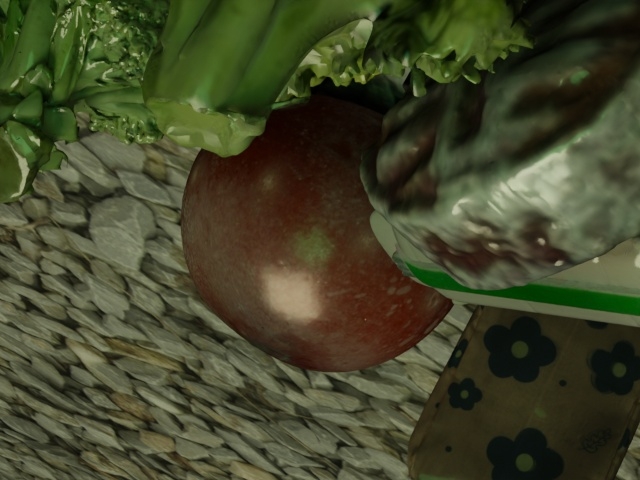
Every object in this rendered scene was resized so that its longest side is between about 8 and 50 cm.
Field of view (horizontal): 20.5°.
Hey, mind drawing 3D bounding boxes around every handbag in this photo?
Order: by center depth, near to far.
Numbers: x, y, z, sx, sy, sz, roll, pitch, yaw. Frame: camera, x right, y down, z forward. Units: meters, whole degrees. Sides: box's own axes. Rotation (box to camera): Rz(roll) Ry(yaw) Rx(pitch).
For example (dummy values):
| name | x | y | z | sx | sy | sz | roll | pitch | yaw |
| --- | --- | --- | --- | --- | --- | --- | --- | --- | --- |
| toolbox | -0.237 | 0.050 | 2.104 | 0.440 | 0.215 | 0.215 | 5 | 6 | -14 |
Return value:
| name | x | y | z | sx | sy | sz | roll | pitch | yaw |
| --- | --- | --- | --- | --- | --- | --- | --- | --- | --- |
| handbag | 0.205 | 0.160 | 1.671 | 0.190 | 0.251 | 0.193 | 25 | 173 | 8 |

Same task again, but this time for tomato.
| name | x | y | z | sx | sy | sz | roll | pitch | yaw |
| --- | --- | --- | --- | --- | --- | --- | --- | --- | --- |
| tomato | 0.000 | 0.000 | 1.586 | 0.270 | 0.227 | 0.270 | 25 | 159 | 10 |

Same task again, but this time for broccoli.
| name | x | y | z | sx | sy | sz | roll | pitch | yaw |
| --- | --- | --- | --- | --- | --- | --- | --- | --- | --- |
| broccoli | -0.029 | -0.194 | 1.155 | 0.293 | 0.280 | 0.348 | 30 | 159 | -16 |

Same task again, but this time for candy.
| name | x | y | z | sx | sy | sz | roll | pitch | yaw |
| --- | --- | --- | --- | --- | --- | --- | --- | --- | --- |
| candy | 0.162 | -0.075 | 1.181 | 0.157 | 0.214 | 0.289 | 42 | 141 | -22 |

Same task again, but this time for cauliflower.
| name | x | y | z | sx | sy | sz | roll | pitch | yaw |
| --- | --- | --- | --- | --- | --- | --- | --- | --- | --- |
| cauliflower | -0.247 | -0.149 | 1.532 | 0.272 | 0.250 | 0.275 | 27 | 152 | -1 |

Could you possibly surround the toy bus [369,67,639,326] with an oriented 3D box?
| name | x | y | z | sx | sy | sz | roll | pitch | yaw |
| --- | --- | --- | --- | --- | --- | --- | --- | --- | --- |
| toy bus | 0.186 | -0.032 | 1.374 | 0.305 | 0.179 | 0.143 | 8 | 149 | 39 |
